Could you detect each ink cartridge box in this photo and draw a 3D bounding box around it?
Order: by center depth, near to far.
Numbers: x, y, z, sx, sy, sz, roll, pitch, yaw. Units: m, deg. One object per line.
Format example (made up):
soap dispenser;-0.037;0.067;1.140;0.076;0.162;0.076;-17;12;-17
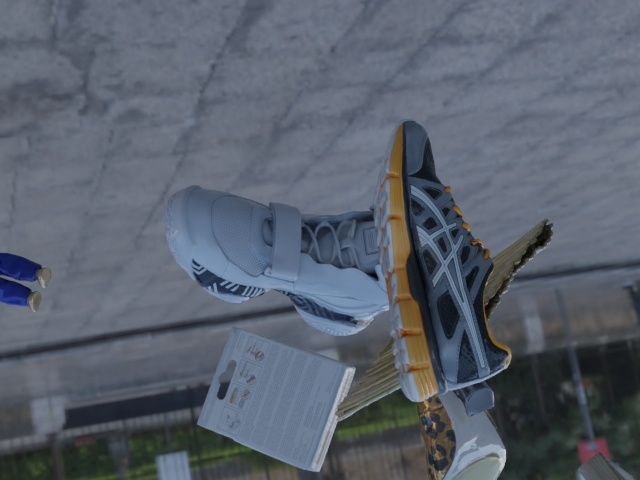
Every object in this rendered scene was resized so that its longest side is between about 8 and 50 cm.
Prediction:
ink cartridge box;-0.075;0.267;1.849;0.232;0.189;0.066;15;171;33

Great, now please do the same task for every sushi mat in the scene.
sushi mat;0.104;0.084;0.998;0.151;0.019;0.316;-48;180;-25

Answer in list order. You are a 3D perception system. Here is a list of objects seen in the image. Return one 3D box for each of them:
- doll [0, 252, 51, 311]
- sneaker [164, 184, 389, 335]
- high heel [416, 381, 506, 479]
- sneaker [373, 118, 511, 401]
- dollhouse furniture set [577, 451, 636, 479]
doll;-0.491;0.049;1.559;0.189;0.129;0.046;17;165;7
sneaker;0.000;0.000;1.300;0.210;0.137;0.365;-25;145;34
high heel;0.152;0.213;1.354;0.093;0.186;0.261;-14;129;-17
sneaker;0.088;0.011;0.816;0.083;0.215;0.084;-7;167;-3
dollhouse furniture set;0.381;0.449;1.628;0.242;0.212;0.161;-42;143;10
